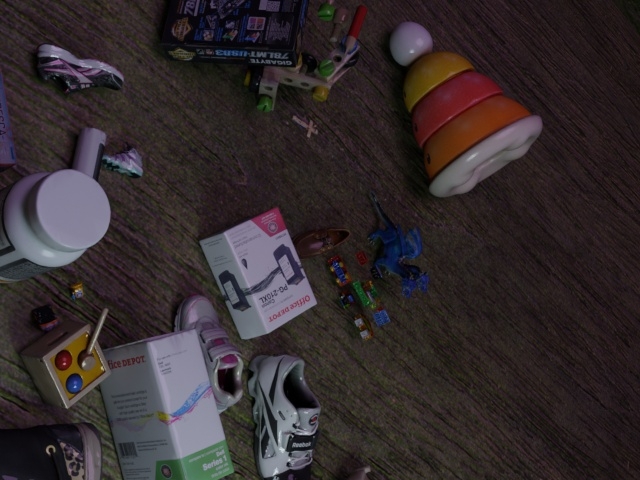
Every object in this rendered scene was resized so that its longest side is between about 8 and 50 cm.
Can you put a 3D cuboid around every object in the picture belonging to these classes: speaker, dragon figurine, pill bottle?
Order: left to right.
[{"bbox_3d":[-0.484,-0.025,1.548,0.162,0.278,0.162,14,70,-42],"label":"pill bottle"},{"bbox_3d":[-0.453,-0.149,1.770,0.055,0.055,0.136,23,63,-37],"label":"speaker"},{"bbox_3d":[0.198,0.007,2.284,0.085,0.144,0.289,8,73,-43],"label":"dragon figurine"}]

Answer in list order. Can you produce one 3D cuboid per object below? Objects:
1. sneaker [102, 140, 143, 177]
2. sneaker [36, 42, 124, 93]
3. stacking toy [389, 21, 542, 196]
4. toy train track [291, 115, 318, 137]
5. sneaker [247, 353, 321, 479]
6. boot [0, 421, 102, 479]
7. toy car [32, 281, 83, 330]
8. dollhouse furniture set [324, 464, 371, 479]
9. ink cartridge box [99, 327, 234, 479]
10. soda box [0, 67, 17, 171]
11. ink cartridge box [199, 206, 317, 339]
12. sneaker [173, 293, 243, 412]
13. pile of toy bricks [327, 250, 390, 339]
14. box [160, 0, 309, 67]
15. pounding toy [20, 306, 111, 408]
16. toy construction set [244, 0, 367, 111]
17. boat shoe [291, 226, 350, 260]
[{"bbox_3d":[-0.399,-0.172,1.843,0.098,0.038,0.069,26,60,-47],"label":"sneaker"},{"bbox_3d":[-0.479,-0.320,1.796,0.178,0.072,0.077,14,81,-32],"label":"sneaker"},{"bbox_3d":[0.340,-0.389,2.483,0.351,0.350,0.480,-21,75,-45],"label":"stacking toy"},{"bbox_3d":[-0.035,-0.284,2.235,0.083,0.014,0.048,28,60,-35],"label":"toy train track"},{"bbox_3d":[-0.061,0.402,1.930,0.122,0.146,0.330,-10,87,-46],"label":"sneaker"},{"bbox_3d":[-0.504,0.473,1.488,0.284,0.138,0.377,18,63,-41],"label":"boot"},{"bbox_3d":[-0.471,0.128,1.677,0.122,0.060,0.040,-34,134,-37],"label":"toy car"},{"bbox_3d":[0.028,0.604,2.005,0.303,0.174,0.355,66,23,-17],"label":"dollhouse furniture set"},{"bbox_3d":[-0.294,0.316,1.687,0.117,0.201,0.278,-13,87,-46],"label":"ink cartridge box"},{"bbox_3d":[-0.599,-0.216,1.643,0.058,0.063,0.183,-6,83,-45],"label":"soda box"},{"bbox_3d":[-0.132,0.071,1.982,0.172,0.100,0.237,-28,98,-44],"label":"ink cartridge box"},{"bbox_3d":[-0.213,0.227,1.854,0.103,0.111,0.252,-18,91,-45],"label":"sneaker"},{"bbox_3d":[0.108,0.122,2.210,0.212,0.118,0.105,64,13,3],"label":"pile of toy bricks"},{"bbox_3d":[-0.175,-0.523,1.998,0.073,0.293,0.295,74,22,-64],"label":"box"},{"bbox_3d":[-0.437,0.205,1.633,0.141,0.100,0.130,-40,122,-42],"label":"pounding toy"},{"bbox_3d":[-0.032,-0.396,2.088,0.257,0.309,0.237,30,64,-25],"label":"toy construction set"},{"bbox_3d":[0.000,0.000,2.156,0.178,0.060,0.064,-19,92,-45],"label":"boat shoe"}]
